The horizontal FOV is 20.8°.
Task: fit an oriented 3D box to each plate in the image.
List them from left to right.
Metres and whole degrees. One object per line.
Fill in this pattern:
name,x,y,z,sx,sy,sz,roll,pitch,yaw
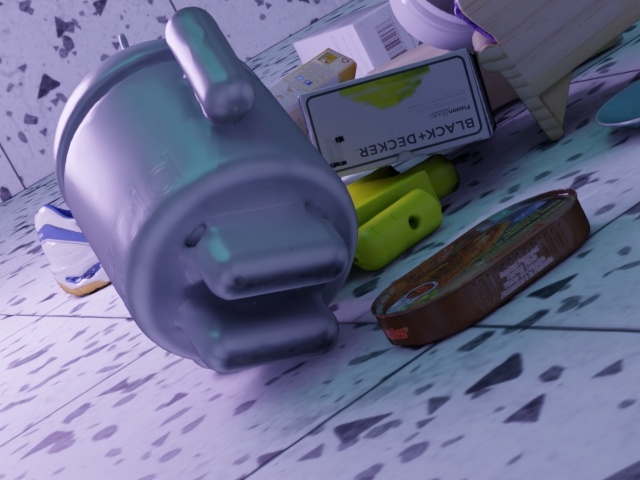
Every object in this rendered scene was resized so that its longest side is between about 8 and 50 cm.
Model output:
plate,0.334,-0.139,1.548,0.188,0.024,0.188,-26,11,5

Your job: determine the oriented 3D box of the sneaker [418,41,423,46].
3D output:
sneaker,0.240,-0.290,2.247,0.286,0.109,0.130,-22,18,34

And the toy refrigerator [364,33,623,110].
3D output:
toy refrigerator,0.197,-0.204,1.969,0.270,0.094,0.102,-28,16,-12

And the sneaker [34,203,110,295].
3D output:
sneaker,-0.211,-0.050,2.154,0.296,0.131,0.112,-28,9,-8

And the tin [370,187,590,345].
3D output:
tin,0.123,0.020,1.308,0.190,0.040,0.106,-33,9,-25

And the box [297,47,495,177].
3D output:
box,0.084,-0.127,1.729,0.169,0.087,0.290,-15,4,9

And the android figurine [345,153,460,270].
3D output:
android figurine,0.000,0.000,1.627,0.273,0.056,0.248,-33,13,-34

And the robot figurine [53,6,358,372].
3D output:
robot figurine,-0.101,-0.039,1.447,0.200,0.299,0.353,-6,35,-26

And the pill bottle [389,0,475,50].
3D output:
pill bottle,0.167,-0.322,1.785,0.161,0.161,0.283,-33,-15,-24

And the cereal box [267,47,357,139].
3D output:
cereal box,-0.054,-0.085,1.885,0.047,0.173,0.240,30,43,24

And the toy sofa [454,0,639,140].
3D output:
toy sofa,0.306,-0.275,1.685,0.362,0.177,0.150,-37,10,11

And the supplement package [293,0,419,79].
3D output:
supplement package,0.061,-0.288,2.635,0.105,0.105,0.179,-34,14,-28
